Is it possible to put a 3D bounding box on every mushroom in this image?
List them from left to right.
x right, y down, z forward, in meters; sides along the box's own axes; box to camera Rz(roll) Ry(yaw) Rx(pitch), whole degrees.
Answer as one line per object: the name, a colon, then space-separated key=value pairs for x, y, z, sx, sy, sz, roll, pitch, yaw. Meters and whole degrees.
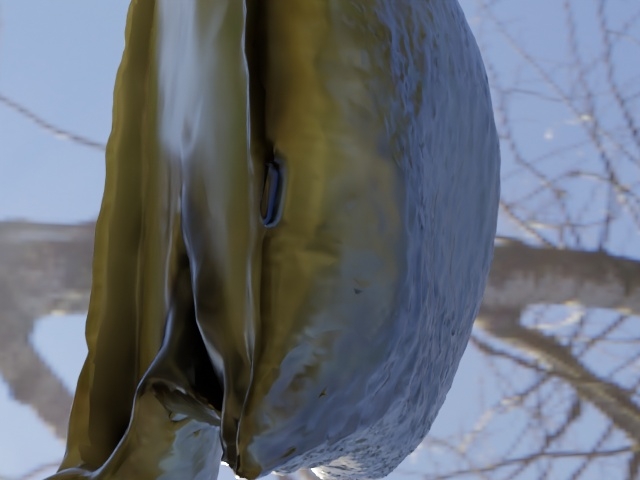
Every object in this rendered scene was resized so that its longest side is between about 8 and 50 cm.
mushroom: x=0.005 y=-0.006 z=0.732 sx=0.217 sy=0.212 sz=0.292 roll=-4 pitch=-114 yaw=63
